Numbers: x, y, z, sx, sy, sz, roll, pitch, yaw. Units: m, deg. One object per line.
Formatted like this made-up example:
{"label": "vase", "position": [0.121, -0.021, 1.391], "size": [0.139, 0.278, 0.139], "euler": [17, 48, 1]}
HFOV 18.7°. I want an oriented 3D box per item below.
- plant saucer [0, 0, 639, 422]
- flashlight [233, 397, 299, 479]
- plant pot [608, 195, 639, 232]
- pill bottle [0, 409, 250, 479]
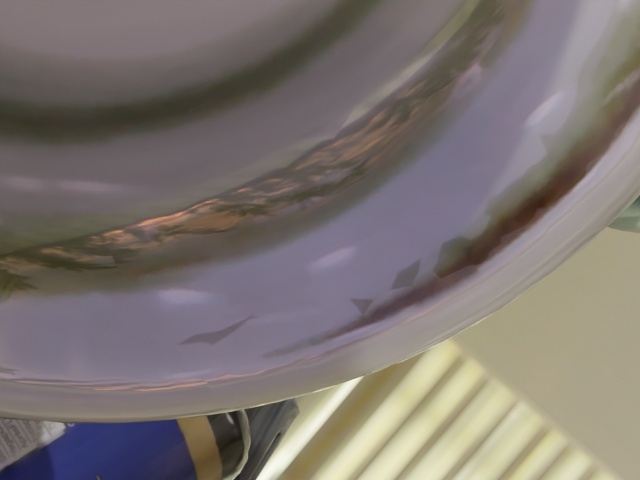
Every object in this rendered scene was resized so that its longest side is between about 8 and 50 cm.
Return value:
{"label": "plant saucer", "position": [-0.067, -0.126, 0.557], "size": [0.400, 0.400, 0.100], "euler": [-49, 25, 26]}
{"label": "flashlight", "position": [0.000, 0.000, 1.082], "size": [0.304, 0.103, 0.103], "euler": [-61, -1, -22]}
{"label": "plant pot", "position": [0.210, -0.158, 0.803], "size": [0.293, 0.293, 0.235], "euler": [-50, 22, -27]}
{"label": "pill bottle", "position": [-0.145, 0.091, 0.713], "size": [0.219, 0.123, 0.123], "euler": [-33, -4, -21]}
